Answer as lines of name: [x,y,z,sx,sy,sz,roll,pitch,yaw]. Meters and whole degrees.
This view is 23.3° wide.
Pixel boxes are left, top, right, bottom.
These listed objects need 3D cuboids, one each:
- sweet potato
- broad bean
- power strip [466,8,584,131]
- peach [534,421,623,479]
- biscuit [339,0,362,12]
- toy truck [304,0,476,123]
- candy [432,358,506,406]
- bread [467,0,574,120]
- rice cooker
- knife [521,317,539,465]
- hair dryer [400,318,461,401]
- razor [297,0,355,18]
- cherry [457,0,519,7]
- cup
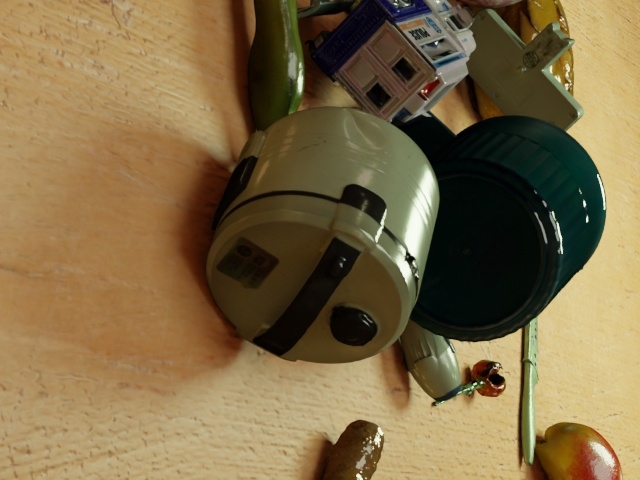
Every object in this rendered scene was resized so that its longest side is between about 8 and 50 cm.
sweet potato: [0.004,0.291,1.640,0.281,0.059,0.067,-54,140,-56]
broad bean: [-0.054,-0.243,1.705,0.067,0.075,0.325,11,71,-60]
power strip: [0.300,-0.253,2.252,0.216,0.145,0.061,48,22,7]
peach: [0.391,0.339,2.334,0.151,0.118,0.151,-13,90,-68]
biscuit: [0.061,-0.369,2.050,0.144,0.016,0.203,41,44,-51]
toy truck: [0.105,-0.233,1.899,0.155,0.124,0.268,49,24,5]
candy: [0.197,0.200,2.096,0.055,0.049,0.184,52,31,15]
bread: [0.314,-0.284,2.392,0.195,0.142,0.270,21,59,-60]
rice cooker: [0.000,0.000,1.578,0.226,0.226,0.244,59,31,-36]
knife: [0.318,0.208,2.350,0.043,0.019,0.293,44,42,-47]
hair dryer: [0.134,0.094,1.999,0.167,0.067,0.199,61,21,-23]
razor: [-0.031,-0.377,1.830,0.106,0.068,0.232,-25,98,-64]
cherry: [0.241,-0.447,2.236,0.300,0.203,0.230,-56,137,-46]
cup: [0.203,-0.045,1.925,0.308,0.242,0.292,71,22,-7]
